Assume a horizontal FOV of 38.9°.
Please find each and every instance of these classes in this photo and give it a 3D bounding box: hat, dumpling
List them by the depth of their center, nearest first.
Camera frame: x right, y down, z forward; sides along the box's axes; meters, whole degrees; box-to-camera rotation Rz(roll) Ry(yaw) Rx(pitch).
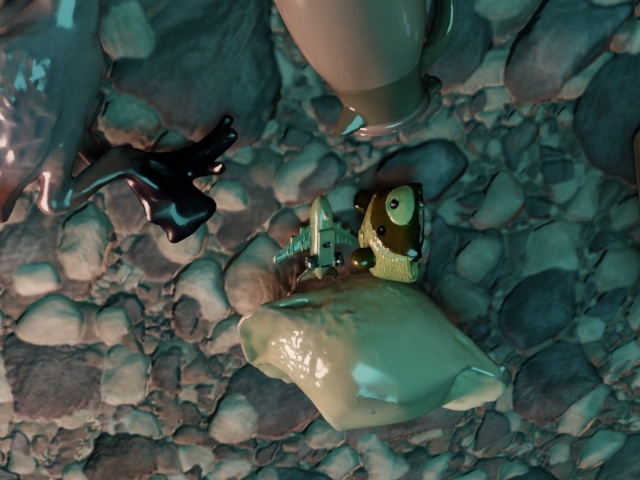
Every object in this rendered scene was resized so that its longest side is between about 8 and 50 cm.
[{"bbox_3d":[0.055,-0.005,0.731,0.059,0.077,0.076,-1,168,7],"label":"hat"},{"bbox_3d":[0.033,0.106,0.788,0.216,0.126,0.166,-7,154,-24],"label":"dumpling"}]

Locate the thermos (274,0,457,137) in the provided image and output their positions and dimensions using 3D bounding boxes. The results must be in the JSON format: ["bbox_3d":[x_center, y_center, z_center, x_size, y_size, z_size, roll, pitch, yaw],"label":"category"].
[{"bbox_3d":[0.036,-0.168,0.615,0.137,0.105,0.193,-39,130,-20],"label":"thermos"}]

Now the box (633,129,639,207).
[{"bbox_3d":[0.342,-0.007,0.741,0.148,0.129,0.210,-19,125,4],"label":"box"}]

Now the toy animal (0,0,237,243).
[{"bbox_3d":[-0.184,-0.120,0.612,0.195,0.090,0.324,-23,133,0],"label":"toy animal"}]

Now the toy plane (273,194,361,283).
[{"bbox_3d":[0.001,0.002,0.754,0.080,0.033,0.083,-8,124,-17],"label":"toy plane"}]
